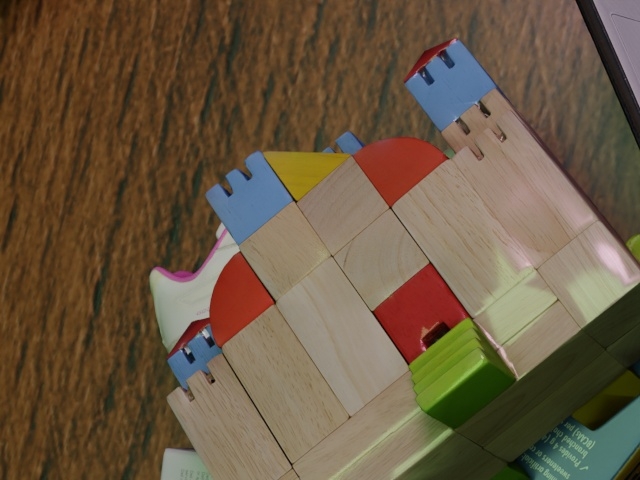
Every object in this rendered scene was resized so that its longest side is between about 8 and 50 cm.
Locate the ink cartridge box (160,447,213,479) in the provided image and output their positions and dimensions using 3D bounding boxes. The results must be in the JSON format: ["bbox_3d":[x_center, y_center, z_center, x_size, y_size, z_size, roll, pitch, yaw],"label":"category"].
[{"bbox_3d":[-0.008,0.242,1.312,0.219,0.092,0.160,5,85,19],"label":"ink cartridge box"}]

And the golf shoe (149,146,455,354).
[{"bbox_3d":[0.000,0.000,1.335,0.306,0.115,0.140,-37,70,9],"label":"golf shoe"}]

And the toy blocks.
[{"bbox_3d":[0.035,0.034,1.157,0.381,0.191,0.261,-40,59,9],"label":"toy blocks"}]

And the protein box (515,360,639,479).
[{"bbox_3d":[0.153,0.089,1.256,0.200,0.136,0.201,39,95,19],"label":"protein box"}]

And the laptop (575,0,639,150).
[{"bbox_3d":[0.400,-0.112,1.091,0.236,0.408,0.382,-51,42,38],"label":"laptop"}]
